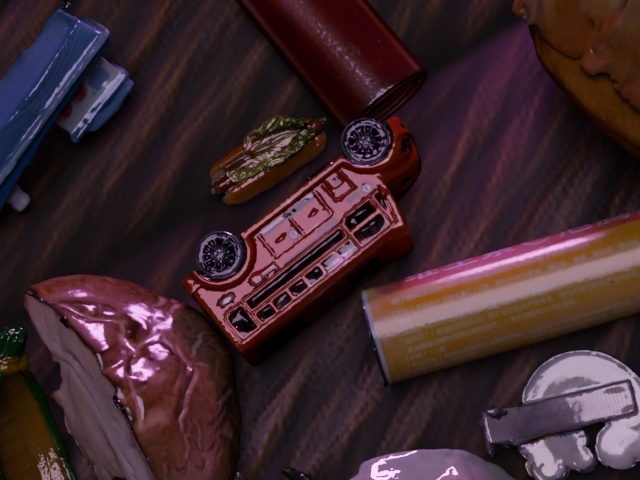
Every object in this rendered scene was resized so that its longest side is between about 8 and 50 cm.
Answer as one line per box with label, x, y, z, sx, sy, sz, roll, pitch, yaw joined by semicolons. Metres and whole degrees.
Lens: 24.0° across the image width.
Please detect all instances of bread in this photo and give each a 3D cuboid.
bread;0.328;-0.189;1.337;0.236;0.183;0.389;-13;42;-21

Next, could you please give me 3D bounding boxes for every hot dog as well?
hot dog;-0.051;-0.082;1.454;0.133;0.041;0.056;-32;73;-4

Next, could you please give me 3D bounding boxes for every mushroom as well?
mushroom;-0.147;0.139;1.367;0.151;0.156;0.286;-22;70;-30

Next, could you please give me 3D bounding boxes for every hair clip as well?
hair clip;0.229;0.156;1.350;0.172;0.049;0.116;-13;77;0

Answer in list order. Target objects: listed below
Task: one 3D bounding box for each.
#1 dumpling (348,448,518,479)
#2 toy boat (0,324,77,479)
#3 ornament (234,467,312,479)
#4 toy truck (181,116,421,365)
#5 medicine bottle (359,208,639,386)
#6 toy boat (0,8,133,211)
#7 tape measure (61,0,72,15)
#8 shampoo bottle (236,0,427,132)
dumpling;0.125;0.339;1.239;0.211;0.270;0.321;-7;97;27
toy boat;-0.259;0.191;1.351;0.088;0.089;0.229;-22;91;34
ornament;-0.025;0.296;1.258;0.080;0.202;0.236;-4;70;-8
toy truck;0.000;0.000;1.390;0.252;0.107;0.114;-37;74;-4
medicine bottle;0.249;0.030;1.353;0.426;0.108;0.108;-17;72;2
toy boat;-0.276;-0.108;1.467;0.238;0.098;0.109;-52;32;-1
tape measure;-0.201;-0.273;1.533;0.107;0.104;0.180;20;111;-11
shampoo bottle;-0.011;-0.227;1.482;0.102;0.064;0.260;-37;72;-1
